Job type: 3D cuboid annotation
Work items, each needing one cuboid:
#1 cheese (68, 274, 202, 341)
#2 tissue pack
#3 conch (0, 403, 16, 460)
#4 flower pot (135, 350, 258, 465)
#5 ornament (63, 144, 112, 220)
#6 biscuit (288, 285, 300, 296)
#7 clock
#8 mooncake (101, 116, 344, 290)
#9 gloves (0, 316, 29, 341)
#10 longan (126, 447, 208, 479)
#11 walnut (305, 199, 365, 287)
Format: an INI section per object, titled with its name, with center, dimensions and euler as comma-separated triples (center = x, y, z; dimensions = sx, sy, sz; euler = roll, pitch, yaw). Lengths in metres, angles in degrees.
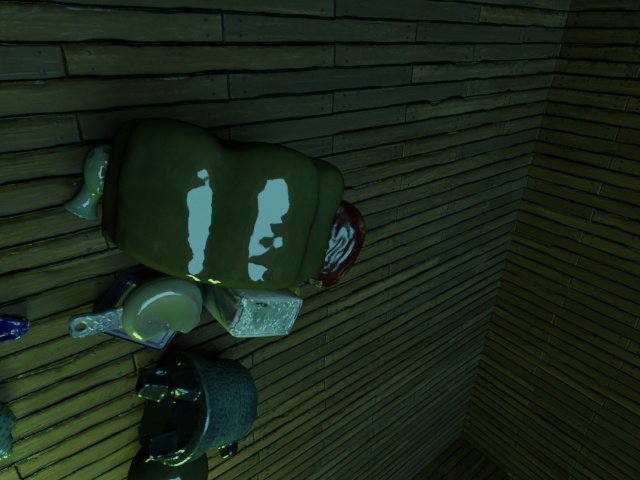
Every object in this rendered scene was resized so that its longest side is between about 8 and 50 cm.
[cheese]
center = -0.417, 0.169, 0.954
dimensions = 0.286, 0.082, 0.163
euler = -10, 118, -36
[tissue pack]
center = -0.207, 0.139, 1.088
dimensions = 0.201, 0.271, 0.124
euler = 6, 105, -43
[conch]
center = -0.741, 0.428, 0.900
dimensions = 0.135, 0.102, 0.153
euler = -56, 137, -24
[flower pot]
center = -0.360, 0.463, 1.128
dimensions = 0.282, 0.299, 0.299
euler = 26, 94, -53
[ornament]
center = -0.466, -0.124, 0.863
dimensions = 0.074, 0.081, 0.156
euler = 25, 99, -49
[biscuit]
center = -0.162, 0.182, 1.319
dimensions = 0.225, 0.036, 0.166
euler = 23, 97, -45
[clock]
center = -0.446, 0.180, 1.041
dimensions = 0.145, 0.073, 0.193
euler = -55, 136, -5
[mooncake]
center = -0.192, -0.084, 0.856
dimensions = 0.466, 0.467, 0.263
euler = 4, 103, -42
[gloves]
center = -0.675, 0.191, 0.880
dimensions = 0.086, 0.026, 0.064
euler = 11, 106, -44
[longan]
center = -0.445, 0.684, 1.213
dimensions = 0.248, 0.248, 0.248
euler = -20, 124, -33
[walnut]
center = 0.000, 0.000, 1.240
dimensions = 0.243, 0.221, 0.269
euler = 24, 84, -8
